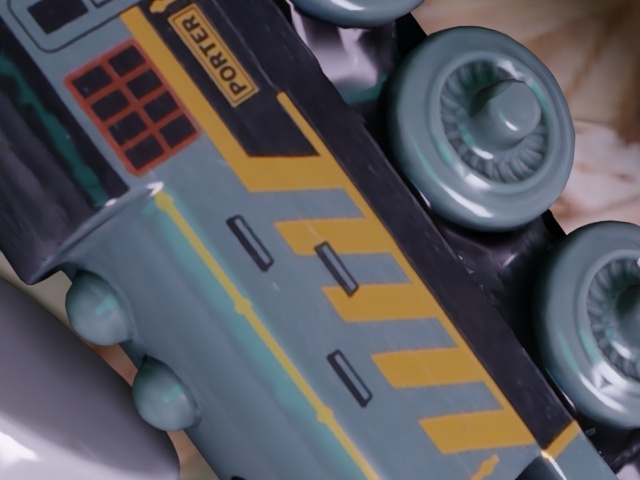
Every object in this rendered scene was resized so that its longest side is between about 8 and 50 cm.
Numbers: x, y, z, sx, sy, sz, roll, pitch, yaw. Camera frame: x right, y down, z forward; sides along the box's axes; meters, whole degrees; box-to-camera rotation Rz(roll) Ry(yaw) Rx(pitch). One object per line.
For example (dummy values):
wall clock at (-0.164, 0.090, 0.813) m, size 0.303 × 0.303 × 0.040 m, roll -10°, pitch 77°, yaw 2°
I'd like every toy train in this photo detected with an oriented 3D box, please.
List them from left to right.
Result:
toy train at (0.000, 0.000, 0.402) m, size 0.190 × 0.142 × 0.334 m, roll -38°, pitch 95°, yaw -28°

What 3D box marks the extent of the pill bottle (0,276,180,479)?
pill bottle at (-0.228, 0.171, 0.385) m, size 0.204 × 0.204 × 0.361 m, roll 38°, pitch 90°, yaw -5°
